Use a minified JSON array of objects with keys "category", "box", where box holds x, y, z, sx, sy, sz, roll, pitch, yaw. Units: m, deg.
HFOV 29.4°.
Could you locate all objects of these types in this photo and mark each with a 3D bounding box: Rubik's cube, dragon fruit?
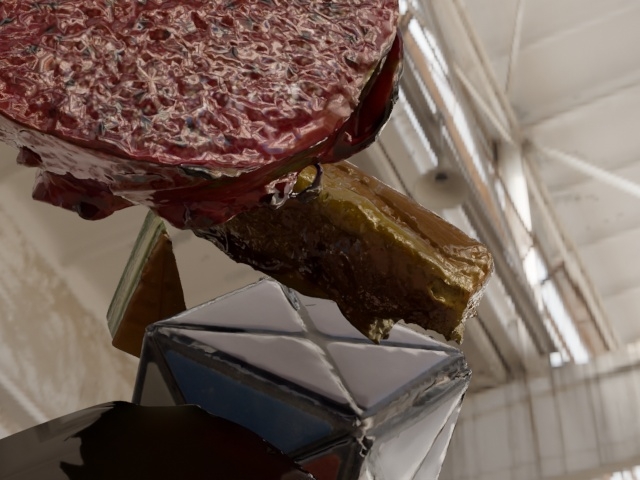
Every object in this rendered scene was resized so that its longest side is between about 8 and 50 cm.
[{"category":"Rubik's cube","box":[-0.032,0.248,1.450,0.305,0.310,0.307,22,-68,23]},{"category":"dragon fruit","box":[-0.134,-0.166,0.987,0.386,0.371,0.249,-21,-19,-20]}]

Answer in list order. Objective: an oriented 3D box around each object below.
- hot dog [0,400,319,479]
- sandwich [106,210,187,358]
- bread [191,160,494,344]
[{"category":"hot dog","box":[-0.067,0.163,0.421,0.194,0.326,0.107,-21,-74,-8]},{"category":"sandwich","box":[-0.189,0.071,1.616,0.144,0.117,0.187,20,-78,-22]},{"category":"bread","box":[0.000,0.000,1.308,0.380,0.109,0.185,31,-44,19]}]
